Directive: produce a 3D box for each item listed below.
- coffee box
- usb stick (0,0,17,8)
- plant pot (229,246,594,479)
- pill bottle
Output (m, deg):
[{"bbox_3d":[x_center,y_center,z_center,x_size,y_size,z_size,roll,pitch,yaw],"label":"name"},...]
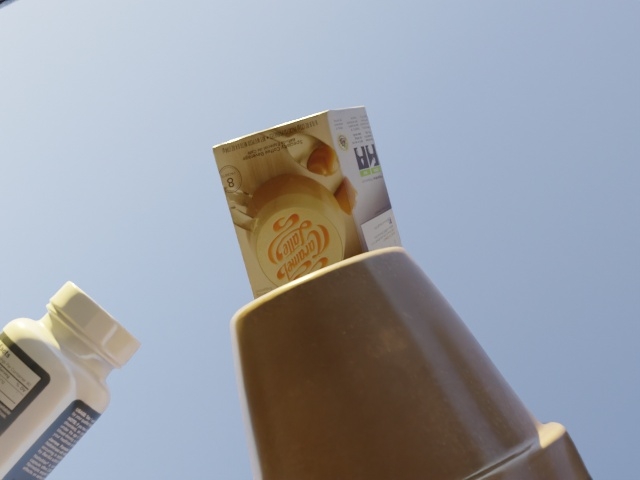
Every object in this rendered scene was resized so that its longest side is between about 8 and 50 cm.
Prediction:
[{"bbox_3d":[0.000,0.000,1.107,0.141,0.098,0.246,-15,-87,27],"label":"coffee box"},{"bbox_3d":[-0.190,-0.141,0.561,0.077,0.278,0.045,2,-67,9],"label":"usb stick"},{"bbox_3d":[0.043,0.134,0.813,0.263,0.263,0.229,-28,-99,36],"label":"plant pot"},{"bbox_3d":[-0.234,0.126,0.866,0.180,0.108,0.108,-48,-135,-11],"label":"pill bottle"}]
